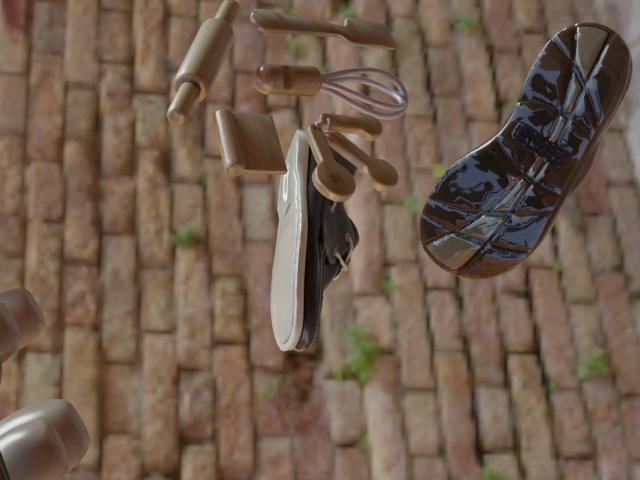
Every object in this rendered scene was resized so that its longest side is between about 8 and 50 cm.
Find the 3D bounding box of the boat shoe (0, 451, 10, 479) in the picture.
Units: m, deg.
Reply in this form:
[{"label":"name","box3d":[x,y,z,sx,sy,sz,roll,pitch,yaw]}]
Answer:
[{"label":"boat shoe","box3d":[-0.230,0.060,0.750,0.307,0.110,0.104,63,176,-5]}]

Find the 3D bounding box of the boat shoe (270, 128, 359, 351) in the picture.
[{"label":"boat shoe","box3d":[0.000,0.000,1.368,0.084,0.079,0.233,123,158,-51]}]

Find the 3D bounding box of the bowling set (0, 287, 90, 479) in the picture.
[{"label":"bowling set","box3d":[-0.239,0.121,0.910,0.287,0.154,0.200,60,178,38]}]

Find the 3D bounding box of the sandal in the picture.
[{"label":"sandal","box3d":[0.154,-0.062,1.078,0.090,0.060,0.219,38,114,20]}]

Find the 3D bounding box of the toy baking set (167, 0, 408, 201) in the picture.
[{"label":"toy baking set","box3d":[-0.020,-0.120,1.226,0.030,0.196,0.256,-53,16,41]}]
